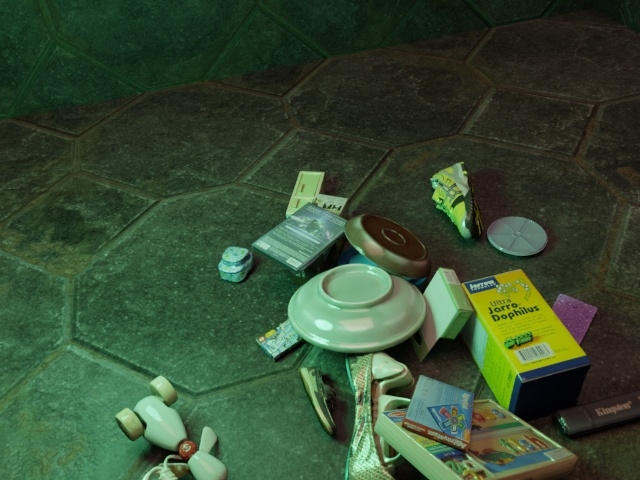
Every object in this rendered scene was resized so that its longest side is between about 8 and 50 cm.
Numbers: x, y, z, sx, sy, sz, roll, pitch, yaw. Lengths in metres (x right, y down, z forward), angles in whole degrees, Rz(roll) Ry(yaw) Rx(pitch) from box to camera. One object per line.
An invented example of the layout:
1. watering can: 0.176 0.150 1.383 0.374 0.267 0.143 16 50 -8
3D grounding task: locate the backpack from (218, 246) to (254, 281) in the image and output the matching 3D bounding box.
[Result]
1. backpack: -0.292 0.079 2.047 0.105 0.084 0.114 10 46 20

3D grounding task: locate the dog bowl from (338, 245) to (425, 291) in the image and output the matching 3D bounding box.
1. dog bowl: 0.205 0.105 1.974 0.298 0.074 0.166 12 44 18

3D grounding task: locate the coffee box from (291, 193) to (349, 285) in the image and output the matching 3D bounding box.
1. coffee box: 0.000 0.000 2.044 0.119 0.168 0.297 10 42 16

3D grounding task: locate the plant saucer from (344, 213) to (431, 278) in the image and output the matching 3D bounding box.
1. plant saucer: 0.222 0.005 1.890 0.311 0.050 0.310 24 26 -12

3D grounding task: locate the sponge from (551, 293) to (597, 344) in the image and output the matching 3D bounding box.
1. sponge: 0.730 0.251 1.783 0.117 0.031 0.210 24 49 28

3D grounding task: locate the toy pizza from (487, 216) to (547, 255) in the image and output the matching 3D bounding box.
1. toy pizza: 0.682 -0.011 2.089 0.202 0.032 0.201 -3 42 2

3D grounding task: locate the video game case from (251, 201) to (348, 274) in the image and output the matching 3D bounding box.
1. video game case: -0.055 -0.014 1.920 0.196 0.026 0.274 28 50 31

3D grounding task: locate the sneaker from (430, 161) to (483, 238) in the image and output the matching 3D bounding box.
1. sneaker: 0.495 -0.131 2.194 0.147 0.145 0.384 -18 36 17

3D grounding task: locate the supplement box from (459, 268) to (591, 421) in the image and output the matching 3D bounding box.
1. supplement box: 0.537 0.281 1.643 0.195 0.194 0.356 -13 42 -8

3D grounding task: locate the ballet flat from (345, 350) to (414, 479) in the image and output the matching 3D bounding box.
1. ballet flat: 0.162 0.424 1.529 0.182 0.164 0.482 -30 35 28

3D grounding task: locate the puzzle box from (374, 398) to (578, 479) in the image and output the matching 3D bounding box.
1. puzzle box: 0.358 0.463 1.367 0.409 0.052 0.272 6 14 -38

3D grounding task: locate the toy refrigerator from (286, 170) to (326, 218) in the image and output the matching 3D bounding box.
1. toy refrigerator: -0.051 -0.156 2.285 0.102 0.094 0.269 4 42 10

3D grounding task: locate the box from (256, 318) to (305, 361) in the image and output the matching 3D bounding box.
1. box: -0.112 0.297 1.819 0.137 0.027 0.094 -30 48 -27

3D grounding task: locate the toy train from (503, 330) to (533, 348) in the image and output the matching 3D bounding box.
1. toy train: 0.502 0.252 1.519 0.083 0.017 0.023 -16 52 -12

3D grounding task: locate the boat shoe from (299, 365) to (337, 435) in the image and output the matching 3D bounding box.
1. boat shoe: 0.006 0.421 1.625 0.074 0.080 0.223 -21 38 -10

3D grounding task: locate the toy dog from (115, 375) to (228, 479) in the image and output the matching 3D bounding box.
1. toy dog: -0.378 0.518 1.535 0.220 0.161 0.333 -19 58 -20

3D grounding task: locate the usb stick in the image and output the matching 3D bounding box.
1. usb stick: 0.739 0.444 1.549 0.278 0.045 0.077 -11 40 -8

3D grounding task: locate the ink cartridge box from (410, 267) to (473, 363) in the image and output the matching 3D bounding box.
1. ink cartridge box: 0.336 0.220 1.734 0.056 0.235 0.171 9 37 -20

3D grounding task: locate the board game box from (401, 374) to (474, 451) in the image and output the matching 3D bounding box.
1. board game box: 0.280 0.393 1.399 0.145 0.027 0.281 16 11 14

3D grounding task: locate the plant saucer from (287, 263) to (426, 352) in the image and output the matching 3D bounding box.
1. plant saucer: 0.102 0.161 1.731 0.401 0.100 0.400 -4 29 2
